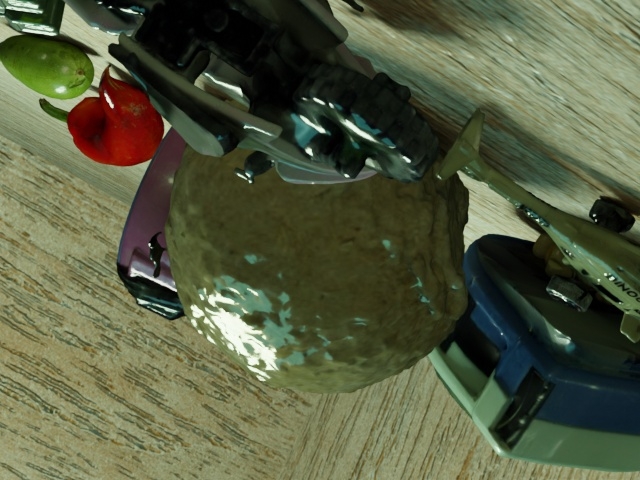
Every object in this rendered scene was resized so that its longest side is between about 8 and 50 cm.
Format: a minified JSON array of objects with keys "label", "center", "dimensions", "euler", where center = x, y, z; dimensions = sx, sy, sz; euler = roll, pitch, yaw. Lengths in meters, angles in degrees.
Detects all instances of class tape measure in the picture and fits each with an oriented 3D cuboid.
[{"label":"tape measure","center":[-0.115,-0.028,1.955],"dimensions":[0.149,0.231,0.245],"euler":[26,-168,6]},{"label":"tape measure","center":[0.226,0.108,1.724],"dimensions":[0.259,0.138,0.262],"euler":[13,-161,-38]}]

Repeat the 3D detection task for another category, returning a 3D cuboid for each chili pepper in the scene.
[{"label":"chili pepper","center":[-0.255,-0.154,2.251],"dimensions":[0.137,0.092,0.368],"euler":[47,162,-13]}]

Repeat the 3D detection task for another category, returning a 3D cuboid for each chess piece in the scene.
[{"label":"chess piece","center":[0.277,0.038,1.679],"dimensions":[0.172,0.060,0.060],"euler":[27,175,12]}]

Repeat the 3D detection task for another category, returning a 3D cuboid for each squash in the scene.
[{"label":"squash","center":[-0.323,-0.205,2.096],"dimensions":[0.066,0.066,0.201],"euler":[30,176,-38]}]

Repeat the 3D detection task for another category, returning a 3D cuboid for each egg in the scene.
[{"label":"egg","center":[0.000,0.000,1.559],"dimensions":[0.279,0.279,0.310],"euler":[23,161,28]}]

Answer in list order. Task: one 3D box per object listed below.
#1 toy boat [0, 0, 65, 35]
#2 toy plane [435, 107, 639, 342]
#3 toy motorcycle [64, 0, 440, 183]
[{"label":"toy boat","center":[-0.381,-0.232,1.548],"dimensions":[0.320,0.092,0.141],"euler":[7,169,4]},{"label":"toy plane","center":[0.205,-0.002,1.435],"dimensions":[0.286,0.092,0.108],"euler":[34,175,-19]},{"label":"toy motorcycle","center":[-0.064,-0.130,1.219],"dimensions":[0.327,0.143,0.188],"euler":[33,175,6]}]
